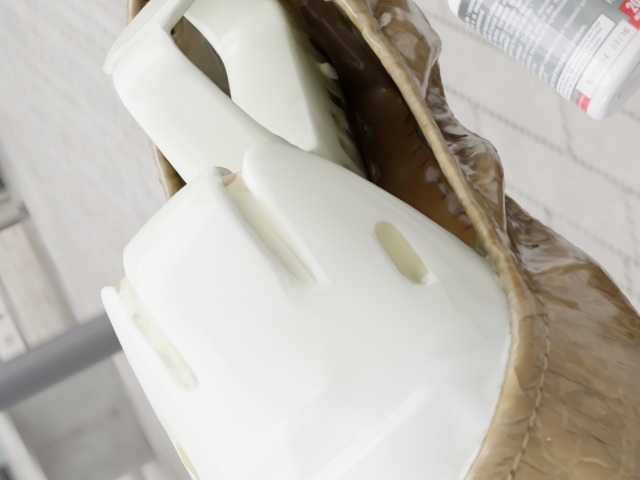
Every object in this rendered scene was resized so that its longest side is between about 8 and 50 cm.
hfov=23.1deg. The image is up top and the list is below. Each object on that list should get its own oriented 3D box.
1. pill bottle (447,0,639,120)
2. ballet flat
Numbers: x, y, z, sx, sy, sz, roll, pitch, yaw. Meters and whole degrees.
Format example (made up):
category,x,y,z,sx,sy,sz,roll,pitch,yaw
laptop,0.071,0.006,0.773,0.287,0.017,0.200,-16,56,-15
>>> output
category,x,y,z,sx,sy,sz,roll,pitch,yaw
pill bottle,0.242,-0.274,1.703,0.283,0.161,0.161,39,158,13
ballet flat,0.000,0.000,0.397,0.124,0.116,0.342,40,-160,-33
